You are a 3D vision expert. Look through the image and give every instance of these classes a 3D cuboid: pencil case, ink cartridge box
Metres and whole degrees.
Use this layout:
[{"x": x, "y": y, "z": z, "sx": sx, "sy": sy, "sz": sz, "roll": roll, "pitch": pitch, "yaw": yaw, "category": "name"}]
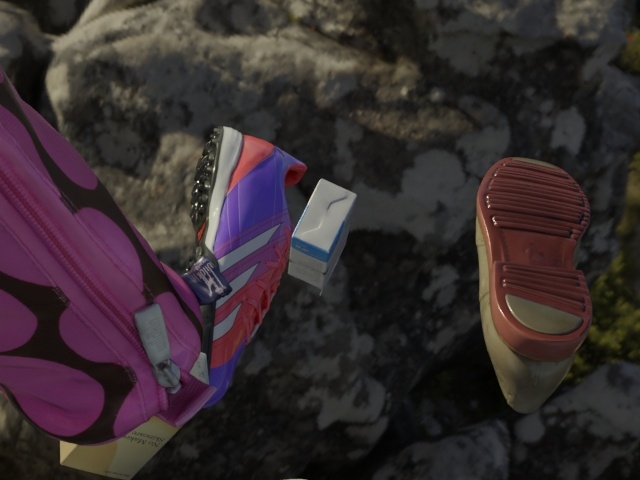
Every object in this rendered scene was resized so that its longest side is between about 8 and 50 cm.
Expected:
[{"x": -0.110, "y": -0.011, "z": 0.349, "sx": 0.095, "sy": 0.209, "sz": 0.098, "roll": -45, "pitch": 51, "yaw": -11, "category": "pencil case"}, {"x": 0.000, "y": 0.000, "z": 0.734, "sx": 0.028, "sy": 0.083, "sz": 0.048, "roll": 24, "pitch": 67, "yaw": 6, "category": "ink cartridge box"}]

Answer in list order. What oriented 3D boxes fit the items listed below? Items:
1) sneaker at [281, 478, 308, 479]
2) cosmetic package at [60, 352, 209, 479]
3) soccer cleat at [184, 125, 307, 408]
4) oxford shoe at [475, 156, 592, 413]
[{"x": -0.138, "y": 0.248, "z": 0.665, "sx": 0.131, "sy": 0.350, "sz": 0.148, "roll": 60, "pitch": 31, "yaw": 1, "category": "sneaker"}, {"x": -0.133, "y": 0.119, "z": 0.759, "sx": 0.060, "sy": 0.115, "sz": 0.041, "roll": 20, "pitch": 39, "yaw": -29, "category": "cosmetic package"}, {"x": -0.078, "y": 0.026, "z": 1.086, "sx": 0.116, "sy": 0.109, "sz": 0.318, "roll": 15, "pitch": 54, "yaw": -16, "category": "soccer cleat"}, {"x": 0.213, "y": 0.033, "z": 1.145, "sx": 0.123, "sy": 0.130, "sz": 0.348, "roll": 12, "pitch": 37, "yaw": 5, "category": "oxford shoe"}]
